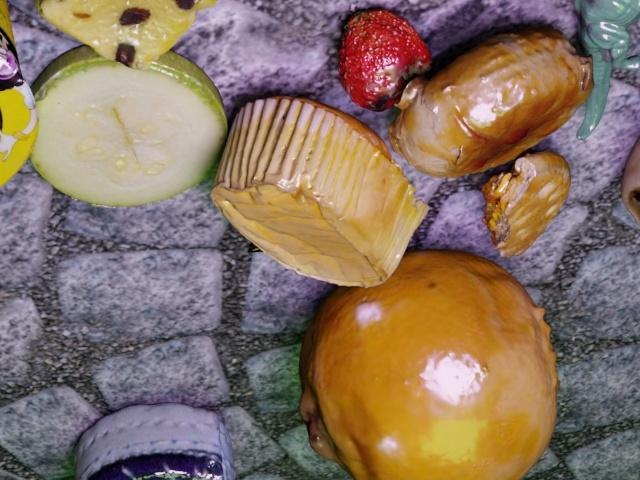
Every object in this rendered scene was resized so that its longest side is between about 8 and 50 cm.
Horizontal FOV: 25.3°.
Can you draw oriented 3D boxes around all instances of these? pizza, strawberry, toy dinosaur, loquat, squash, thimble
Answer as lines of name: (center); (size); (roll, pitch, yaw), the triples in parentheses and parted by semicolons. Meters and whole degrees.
pizza: (0.238, -0.049, 1.673); (0.127, 0.058, 0.246); (-41, 160, 1)
strawberry: (0.060, -0.189, 1.485); (0.106, 0.106, 0.106); (-7, 139, -6)
toy dinosaur: (0.326, -0.236, 1.504); (0.120, 0.079, 0.292); (-7, 137, 2)
loquat: (0.131, 0.168, 1.727); (0.328, 0.328, 0.328); (-7, 139, -6)
squash: (-0.211, -0.120, 1.529); (0.219, 0.041, 0.219); (-7, 138, -6)
thimble: (-0.220, 0.331, 1.957); (0.237, 0.150, 0.237); (-6, 137, -6)

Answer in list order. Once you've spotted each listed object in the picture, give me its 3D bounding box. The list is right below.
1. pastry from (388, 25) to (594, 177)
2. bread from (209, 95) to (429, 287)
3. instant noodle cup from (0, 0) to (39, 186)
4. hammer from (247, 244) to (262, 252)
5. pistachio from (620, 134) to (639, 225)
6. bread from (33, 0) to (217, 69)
pastry: (0.183, -0.142, 1.512); (0.229, 0.100, 0.218); (-36, 164, 17)
bread: (-0.002, -0.055, 1.555); (0.179, 0.133, 0.250); (-4, 150, 39)
instant noodle cup: (-0.362, -0.178, 1.277); (0.216, 0.236, 0.215); (-7, 139, -6)
hammer: (0.000, 0.000, 1.735); (0.178, 0.021, 0.065); (-2, 138, -7)
pistachio: (0.432, -0.086, 1.654); (0.153, 0.138, 0.238); (-28, 153, -37)
bread: (-0.109, -0.300, 1.321); (0.138, 0.077, 0.361); (29, 125, -36)
